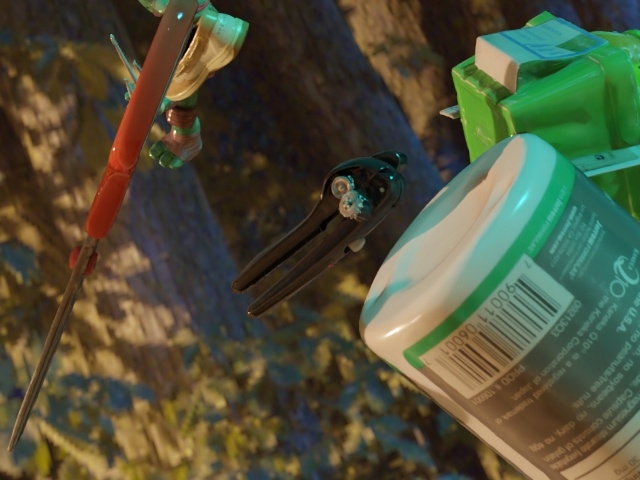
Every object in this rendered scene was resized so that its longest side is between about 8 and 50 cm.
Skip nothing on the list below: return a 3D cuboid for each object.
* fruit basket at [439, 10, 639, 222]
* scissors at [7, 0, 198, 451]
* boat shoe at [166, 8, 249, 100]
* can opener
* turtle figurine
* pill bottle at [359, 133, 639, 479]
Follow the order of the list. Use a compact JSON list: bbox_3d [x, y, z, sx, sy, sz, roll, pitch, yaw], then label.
[{"bbox_3d":[0.305,-0.145,1.432,0.353,0.327,0.165,-22,-70,-3],"label":"fruit basket"},{"bbox_3d":[-0.132,-0.003,0.915,0.021,0.109,0.297,23,-84,-8],"label":"scissors"},{"bbox_3d":[-0.108,-0.159,1.343,0.045,0.050,0.135,29,-31,-20],"label":"boat shoe"},{"bbox_3d":[0.000,0.000,1.274,0.186,0.059,0.073,-45,-25,22],"label":"can opener"},{"bbox_3d":[-0.150,-0.187,1.582,0.118,0.175,0.234,-3,-35,-9],"label":"turtle figurine"},{"bbox_3d":[0.224,0.105,1.214,0.361,0.204,0.204,40,-62,-11],"label":"pill bottle"}]
